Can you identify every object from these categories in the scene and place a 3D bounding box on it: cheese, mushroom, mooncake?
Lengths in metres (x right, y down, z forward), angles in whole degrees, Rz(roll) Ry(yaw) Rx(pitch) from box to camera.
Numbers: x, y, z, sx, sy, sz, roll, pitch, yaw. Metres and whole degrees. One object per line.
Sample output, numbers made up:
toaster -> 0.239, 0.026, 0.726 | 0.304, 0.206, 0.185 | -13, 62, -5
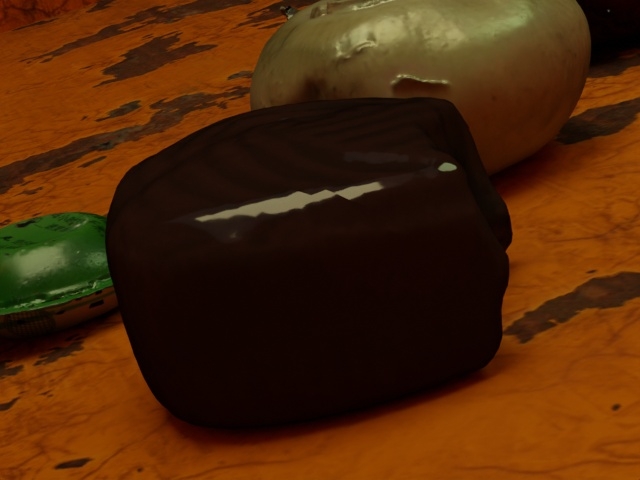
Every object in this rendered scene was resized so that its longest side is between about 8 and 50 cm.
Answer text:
cheese -> -0.279, 0.046, 1.517 | 0.320, 0.083, 0.204 | -23, 19, -30
mushroom -> 0.100, -0.181, 1.631 | 0.315, 0.315, 0.356 | -4, 54, 37
mooncake -> 0.000, 0.000, 1.247 | 0.334, 0.174, 0.326 | -3, 18, 41

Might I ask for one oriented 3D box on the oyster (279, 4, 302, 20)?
oyster -> 0.029, -0.200, 2.019 | 0.275, 0.100, 0.271 | 11, 31, 33

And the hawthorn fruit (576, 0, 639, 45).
hawthorn fruit -> 0.303, -0.358, 1.968 | 0.316, 0.316, 0.316 | -15, 16, 4
